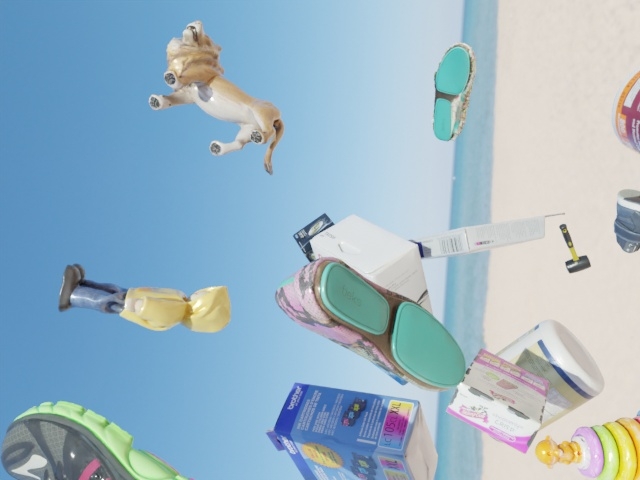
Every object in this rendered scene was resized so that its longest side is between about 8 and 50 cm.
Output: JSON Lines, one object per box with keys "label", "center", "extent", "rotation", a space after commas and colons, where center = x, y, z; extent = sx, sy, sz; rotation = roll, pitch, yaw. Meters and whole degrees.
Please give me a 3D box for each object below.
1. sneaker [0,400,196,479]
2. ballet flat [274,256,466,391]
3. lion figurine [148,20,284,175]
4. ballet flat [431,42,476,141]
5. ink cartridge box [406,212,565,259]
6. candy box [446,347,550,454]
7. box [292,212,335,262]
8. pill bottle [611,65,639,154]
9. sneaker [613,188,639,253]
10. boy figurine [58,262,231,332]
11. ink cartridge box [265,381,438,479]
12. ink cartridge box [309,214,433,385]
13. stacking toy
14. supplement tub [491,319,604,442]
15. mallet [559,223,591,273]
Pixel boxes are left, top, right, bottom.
{"label": "sneaker", "center": [-0.310, 0.374, 0.774], "extent": [0.202, 0.483, 0.185], "rotation": [-47, -44, -36]}
{"label": "ballet flat", "center": [0.047, 0.082, 0.540], "extent": [0.221, 0.079, 0.077], "rotation": [33, -121, -33]}
{"label": "lion figurine", "center": [-0.203, -0.305, 1.247], "extent": [0.142, 0.392, 0.240], "rotation": [-49, -2, 36]}
{"label": "ballet flat", "center": [0.293, -0.328, 1.248], "extent": [0.077, 0.091, 0.241], "rotation": [-44, -27, -35]}
{"label": "ink cartridge box", "center": [0.429, -0.002, 1.549], "extent": [0.324, 0.330, 0.071], "rotation": [161, 101, -67]}
{"label": "candy box", "center": [0.359, 0.310, 1.137], "extent": [0.233, 0.159, 0.071], "rotation": [-12, -56, -64]}
{"label": "box", "center": [0.000, 0.000, 1.993], "extent": [0.077, 0.147, 0.180], "rotation": [55, 180, -28]}
{"label": "pill bottle", "center": [0.758, -0.219, 1.090], "extent": [0.392, 0.224, 0.224], "rotation": [-96, 3, -65]}
{"label": "sneaker", "center": [0.881, -0.025, 1.497], "extent": [0.086, 0.226, 0.163], "rotation": [-25, -53, -25]}
{"label": "boy figurine", "center": [-0.297, 0.105, 0.993], "extent": [0.177, 0.285, 0.092], "rotation": [175, 103, -82]}
{"label": "ink cartridge box", "center": [0.064, 0.497, 1.407], "extent": [0.151, 0.395, 0.270], "rotation": [-61, -38, -39]}
{"label": "ink cartridge box", "center": [0.156, 0.159, 1.589], "extent": [0.166, 0.285, 0.395], "rotation": [-33, -55, -22]}
{"label": "stacking toy", "center": [0.606, 0.457, 1.225], "extent": [0.166, 0.302, 0.175], "rotation": [118, 153, -82]}
{"label": "supplement tub", "center": [0.573, 0.389, 1.561], "extent": [0.316, 0.228, 0.228], "rotation": [-44, 7, 25]}
{"label": "mallet", "center": [0.651, 0.024, 1.503], "extent": [0.189, 0.062, 0.039], "rotation": [42, -149, -34]}
